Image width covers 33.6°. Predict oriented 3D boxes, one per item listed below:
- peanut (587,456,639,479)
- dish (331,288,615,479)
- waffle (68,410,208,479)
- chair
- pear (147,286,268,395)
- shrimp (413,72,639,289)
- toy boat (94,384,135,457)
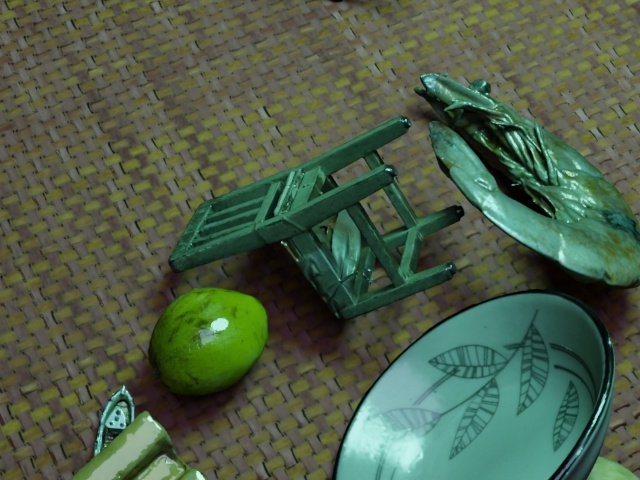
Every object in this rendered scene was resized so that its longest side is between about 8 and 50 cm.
[{"bbox_3d":[0.253,0.282,1.012,0.141,0.109,0.159,4,60,-6],"label":"peanut"},{"bbox_3d":[0.159,0.196,0.999,0.106,0.316,0.316,47,60,-23],"label":"dish"},{"bbox_3d":[-0.156,0.370,0.933,0.348,0.077,0.304,42,67,12],"label":"waffle"},{"bbox_3d":[0.000,0.000,1.122,0.270,0.147,0.136,-24,24,23],"label":"chair"},{"bbox_3d":[-0.115,0.102,1.075,0.131,0.107,0.107,-26,67,-25],"label":"pear"},{"bbox_3d":[0.215,-0.075,1.174,0.247,0.085,0.360,-8,49,-48],"label":"shrimp"},{"bbox_3d":[-0.204,0.185,1.060,0.038,0.038,0.083,7,62,-2],"label":"toy boat"}]
